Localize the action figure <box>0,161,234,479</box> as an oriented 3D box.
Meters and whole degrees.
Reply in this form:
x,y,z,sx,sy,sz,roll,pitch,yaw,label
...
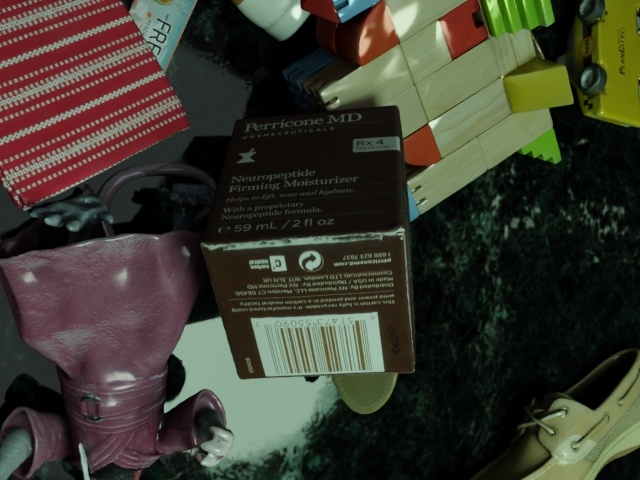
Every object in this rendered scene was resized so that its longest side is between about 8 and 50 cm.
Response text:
x,y,z,sx,sy,sz,roll,pitch,yaw,label
-0.215,0.127,0.770,0.248,0.276,0.370,2,111,-12,action figure

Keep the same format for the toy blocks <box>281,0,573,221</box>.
x,y,z,sx,sy,sz,roll,pitch,yaw,label
0.087,-0.184,0.838,0.261,0.191,0.381,-33,124,-9,toy blocks

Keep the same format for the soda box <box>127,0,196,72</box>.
x,y,z,sx,sy,sz,roll,pitch,yaw,label
-0.185,-0.189,0.805,0.058,0.063,0.183,25,84,-20,soda box

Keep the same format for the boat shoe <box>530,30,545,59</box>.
x,y,z,sx,sy,sz,roll,pitch,yaw,label
0.215,-0.263,0.955,0.178,0.060,0.064,45,77,-17,boat shoe

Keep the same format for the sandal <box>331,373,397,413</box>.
x,y,z,sx,sy,sz,roll,pitch,yaw,label
0.044,0.071,0.902,0.088,0.079,0.240,-19,81,22,sandal

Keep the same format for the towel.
x,y,z,sx,sy,sz,roll,pitch,yaw,label
-0.260,-0.184,0.704,0.199,0.031,0.275,-36,99,-36,towel

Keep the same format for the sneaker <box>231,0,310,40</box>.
x,y,z,sx,sy,sz,roll,pitch,yaw,label
-0.009,-0.367,0.840,0.123,0.106,0.290,33,82,-22,sneaker

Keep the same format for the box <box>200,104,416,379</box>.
x,y,z,sx,sy,sz,roll,pitch,yaw,label
0.000,0.000,0.737,0.168,0.203,0.167,-4,128,7,box

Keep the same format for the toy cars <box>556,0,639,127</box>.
x,y,z,sx,sy,sz,roll,pitch,yaw,label
0.293,-0.314,0.972,0.176,0.087,0.394,-39,102,-30,toy cars

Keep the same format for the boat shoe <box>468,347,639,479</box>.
x,y,z,sx,sy,sz,roll,pitch,yaw,label
0.295,0.244,0.987,0.341,0.121,0.110,-24,96,-29,boat shoe
